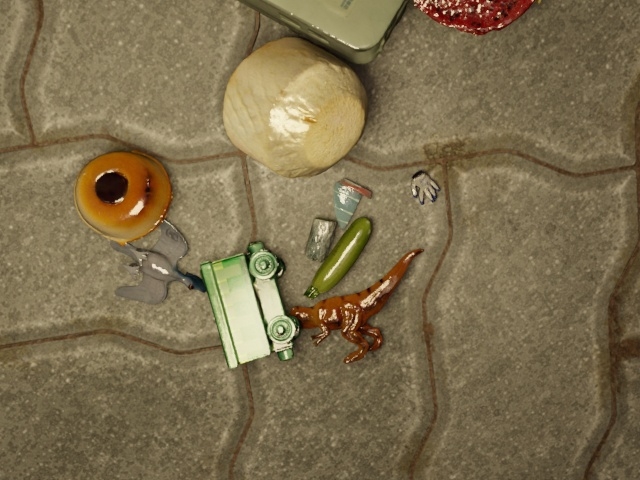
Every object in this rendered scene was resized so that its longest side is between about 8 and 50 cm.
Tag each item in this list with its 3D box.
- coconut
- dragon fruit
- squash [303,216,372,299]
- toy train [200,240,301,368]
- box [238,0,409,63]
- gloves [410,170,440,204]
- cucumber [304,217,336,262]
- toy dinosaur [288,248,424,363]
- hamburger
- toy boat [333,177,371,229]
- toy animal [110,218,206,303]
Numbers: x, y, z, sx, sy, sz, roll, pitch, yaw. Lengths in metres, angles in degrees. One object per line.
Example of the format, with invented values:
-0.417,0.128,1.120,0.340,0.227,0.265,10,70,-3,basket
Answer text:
-0.061,-0.297,1.295,0.328,0.329,0.329,0,102,-2,coconut
0.381,-0.591,1.318,0.317,0.152,0.205,-29,112,28,dragon fruit
0.050,0.049,1.471,0.066,0.066,0.252,35,96,-9,squash
-0.165,0.159,1.426,0.202,0.120,0.301,-18,81,-1,toy train
0.033,-0.630,1.255,0.396,0.111,0.396,30,87,3,box
0.257,-0.129,1.464,0.064,0.026,0.086,-39,105,7,gloves
0.000,-0.002,1.461,0.064,0.064,0.112,14,102,-5,cucumber
0.099,0.196,1.490,0.432,0.097,0.208,-24,95,3,toy dinosaur
-0.459,-0.109,1.370,0.237,0.147,0.237,0,82,-1,hamburger
0.063,-0.087,1.461,0.096,0.034,0.122,27,101,-2,toy boat
-0.409,0.067,1.455,0.255,0.176,0.239,33,96,26,toy animal
